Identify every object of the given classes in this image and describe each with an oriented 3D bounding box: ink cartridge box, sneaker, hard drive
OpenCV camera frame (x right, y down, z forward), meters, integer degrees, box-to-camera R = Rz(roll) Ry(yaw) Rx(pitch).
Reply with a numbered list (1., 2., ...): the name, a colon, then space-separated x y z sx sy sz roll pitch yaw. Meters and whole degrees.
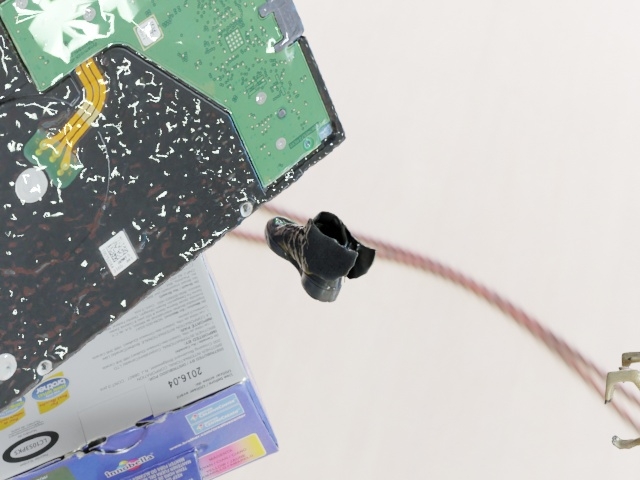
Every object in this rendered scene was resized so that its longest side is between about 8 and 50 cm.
1. ink cartridge box: -0.216 0.130 1.697 0.270 0.151 0.395 -23 49 -1
2. sneaker: -0.002 0.000 1.768 0.051 0.089 0.170 -2 36 -31
3. hard drive: -0.156 -0.070 1.047 0.339 0.064 0.237 -39 125 -22

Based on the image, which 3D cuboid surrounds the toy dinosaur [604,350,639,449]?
1. toy dinosaur: 0.226 0.091 1.018 0.092 0.183 0.053 7 40 23
